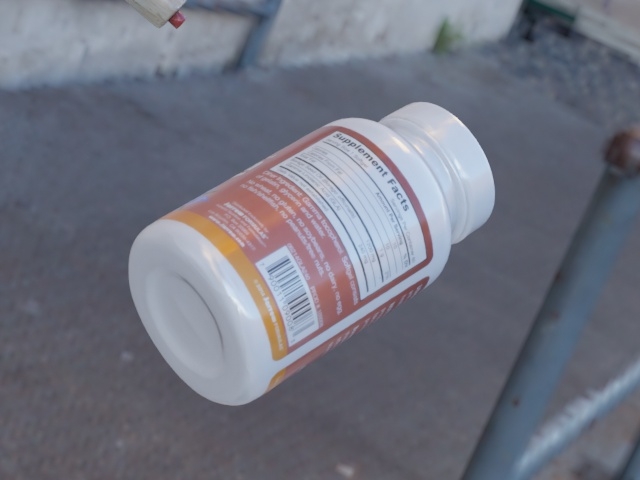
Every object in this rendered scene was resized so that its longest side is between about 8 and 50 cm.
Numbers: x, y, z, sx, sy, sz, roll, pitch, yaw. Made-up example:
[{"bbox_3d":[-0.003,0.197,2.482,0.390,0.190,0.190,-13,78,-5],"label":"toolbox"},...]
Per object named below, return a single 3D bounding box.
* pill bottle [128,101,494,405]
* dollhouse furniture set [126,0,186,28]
[{"bbox_3d":[0.000,0.000,1.182,0.216,0.121,0.121,-31,53,-31],"label":"pill bottle"},{"bbox_3d":[-0.053,-0.195,0.756,0.129,0.129,0.184,41,22,-15],"label":"dollhouse furniture set"}]
